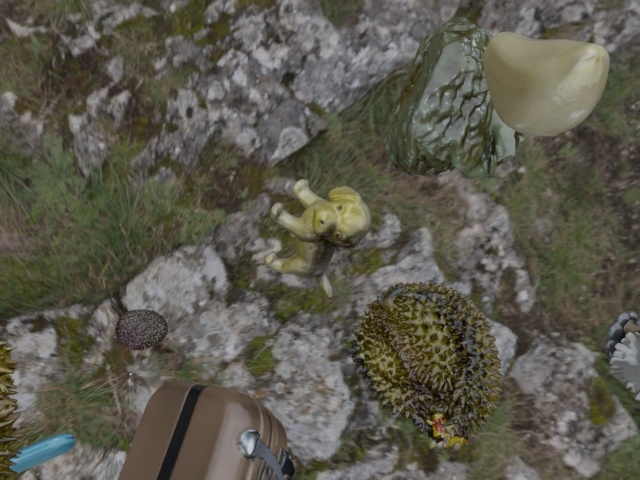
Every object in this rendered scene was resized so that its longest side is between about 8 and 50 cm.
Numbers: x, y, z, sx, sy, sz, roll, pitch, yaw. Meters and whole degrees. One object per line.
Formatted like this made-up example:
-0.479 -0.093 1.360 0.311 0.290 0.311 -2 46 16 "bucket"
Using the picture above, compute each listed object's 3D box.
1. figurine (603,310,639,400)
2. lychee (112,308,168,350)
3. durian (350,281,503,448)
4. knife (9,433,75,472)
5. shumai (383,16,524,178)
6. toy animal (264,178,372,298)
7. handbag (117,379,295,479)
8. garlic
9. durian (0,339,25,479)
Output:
0.673 0.254 1.538 0.166 0.387 0.207 -7 113 -23 "figurine"
-0.268 0.134 1.263 0.083 0.067 0.068 -18 126 -6 "lychee"
0.199 0.210 1.513 0.258 0.258 0.293 -33 63 -15 "durian"
-0.401 0.279 1.015 0.222 0.064 0.031 -22 73 -8 "knife"
0.221 -0.193 1.276 0.218 0.189 0.255 30 72 -16 "shumai"
-0.008 -0.014 1.534 0.169 0.233 0.121 36 47 12 "toy animal"
-0.153 0.353 1.187 0.149 0.283 0.301 48 50 -43 "handbag"
0.113 -0.081 0.442 0.041 0.083 0.053 -18 119 -20 "garlic"
-0.358 0.167 0.809 0.139 0.252 0.144 -10 71 12 "durian"
